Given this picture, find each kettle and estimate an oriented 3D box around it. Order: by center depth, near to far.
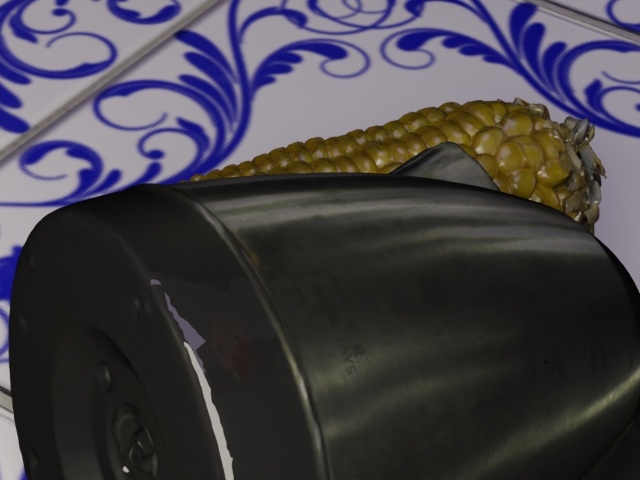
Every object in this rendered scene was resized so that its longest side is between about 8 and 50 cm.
[{"bbox_3d":[0.039,0.070,0.703,0.271,0.207,0.251,-14,36,-31],"label":"kettle"}]

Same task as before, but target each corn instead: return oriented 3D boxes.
[{"bbox_3d":[0.000,0.000,0.851,0.318,0.115,0.115,-14,43,-19],"label":"corn"}]
